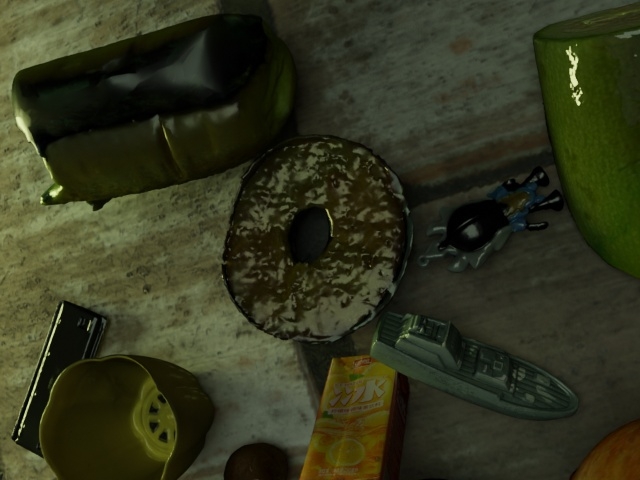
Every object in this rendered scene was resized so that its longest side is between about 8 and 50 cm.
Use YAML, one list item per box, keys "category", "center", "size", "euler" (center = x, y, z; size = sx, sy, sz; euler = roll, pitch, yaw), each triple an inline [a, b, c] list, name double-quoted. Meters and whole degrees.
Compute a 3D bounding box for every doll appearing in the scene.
- category: "doll"
  center: [0.206, -0.020, 0.996]
  size: [0.195, 0.070, 0.096]
  euler: [-30, 61, 5]

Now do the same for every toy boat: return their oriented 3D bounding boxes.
- category: "toy boat"
  center: [0.188, 0.153, 0.956]
  size: [0.260, 0.085, 0.078]
  euler: [22, 47, 2]

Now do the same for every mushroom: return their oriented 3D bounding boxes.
- category: "mushroom"
  center: [-0.071, 0.324, 1.047]
  size: [0.088, 0.073, 0.129]
  euler: [-38, 75, -21]

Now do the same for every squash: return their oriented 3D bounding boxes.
- category: "squash"
  center: [0.400, -0.118, 0.950]
  size: [0.233, 0.210, 0.309]
  euler: [-13, 109, 14]

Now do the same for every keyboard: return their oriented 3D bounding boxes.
- category: "keyboard"
  center: [-0.386, 0.209, 1.179]
  size: [0.093, 0.025, 0.230]
  euler: [20, 91, 20]

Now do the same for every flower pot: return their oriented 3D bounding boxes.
- category: "flower pot"
  center: [-0.236, 0.240, 1.049]
  size: [0.195, 0.179, 0.195]
  euler: [-1, 86, 17]

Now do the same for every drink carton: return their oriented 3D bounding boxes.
- category: "drink carton"
  center: [0.047, 0.228, 0.942]
  size: [0.096, 0.223, 0.071]
  euler: [-9, 117, 16]

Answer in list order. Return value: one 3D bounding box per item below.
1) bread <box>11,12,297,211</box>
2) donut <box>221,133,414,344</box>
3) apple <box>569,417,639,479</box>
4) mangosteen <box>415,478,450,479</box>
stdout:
- category: "bread"
  center: [-0.216, -0.174, 1.057]
  size: [0.376, 0.251, 0.208]
  euler: [-15, 105, 16]
- category: "donut"
  center: [0.000, 0.000, 1.044]
  size: [0.271, 0.107, 0.272]
  euler: [-2, 81, 13]
- category: "apple"
  center: [0.407, 0.339, 0.728]
  size: [0.400, 0.400, 0.334]
  euler: [7, 70, 18]
- category: "mangosteen"
  center: [0.111, 0.384, 0.930]
  size: [0.250, 0.211, 0.212]
  euler: [-13, 79, 46]
